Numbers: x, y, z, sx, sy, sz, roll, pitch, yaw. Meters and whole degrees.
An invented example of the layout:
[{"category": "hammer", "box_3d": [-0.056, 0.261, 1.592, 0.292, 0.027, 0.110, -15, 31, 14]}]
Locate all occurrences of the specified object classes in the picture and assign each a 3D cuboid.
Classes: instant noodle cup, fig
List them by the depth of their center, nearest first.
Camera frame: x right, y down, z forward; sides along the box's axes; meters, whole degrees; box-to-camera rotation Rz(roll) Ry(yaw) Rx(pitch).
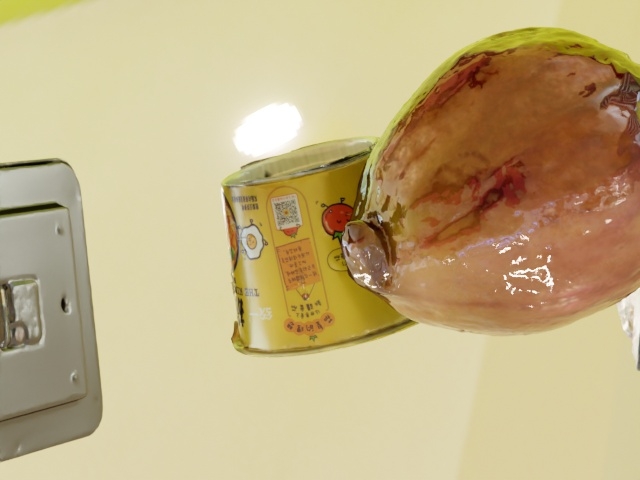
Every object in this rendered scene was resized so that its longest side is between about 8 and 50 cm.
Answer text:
[{"category": "fig", "box_3d": [0.144, -0.041, 1.405, 0.263, 0.224, 0.224, -33, -150, 14]}, {"category": "instant noodle cup", "box_3d": [0.000, 0.000, 1.533, 0.182, 0.144, 0.182, -13, -169, 3]}]

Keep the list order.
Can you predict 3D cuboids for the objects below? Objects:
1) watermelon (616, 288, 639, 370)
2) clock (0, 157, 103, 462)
[{"category": "watermelon", "box_3d": [0.354, 0.041, 1.749, 0.136, 0.207, 0.202, -58, -151, 20]}, {"category": "clock", "box_3d": [-0.298, 0.067, 1.750, 0.049, 0.279, 0.273, -4, -175, 30]}]
